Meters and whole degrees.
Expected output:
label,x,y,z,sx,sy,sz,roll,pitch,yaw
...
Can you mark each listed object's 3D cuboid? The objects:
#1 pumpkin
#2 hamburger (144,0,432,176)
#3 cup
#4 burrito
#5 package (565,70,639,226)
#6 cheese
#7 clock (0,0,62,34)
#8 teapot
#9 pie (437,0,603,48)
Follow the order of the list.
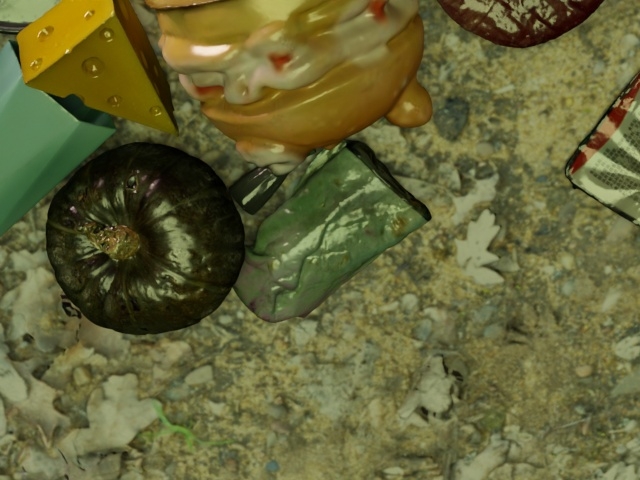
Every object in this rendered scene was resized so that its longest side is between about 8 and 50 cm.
label,x,y,z,sx,sy,sz,roll,pitch,yaw
pumpkin,-0.195,0.000,1.421,0.224,0.157,0.223,2,96,15
hamburger,-0.020,-0.200,1.329,0.276,0.276,0.236,-21,116,5
cup,-0.354,-0.085,1.411,0.235,0.148,0.134,-47,69,11
burrito,0.000,0.000,1.468,0.229,0.089,0.144,-44,100,9
package,0.415,-0.074,1.481,0.232,0.040,0.166,35,100,-2
cheese,-0.214,-0.181,1.371,0.126,0.093,0.171,-35,135,15
clock,-0.320,-0.376,1.362,0.319,0.066,0.318,0,106,-1
teapot,-0.052,-0.080,1.466,0.111,0.043,0.043,-42,103,8
pie,0.222,-0.317,1.396,0.219,0.054,0.204,-40,103,8
